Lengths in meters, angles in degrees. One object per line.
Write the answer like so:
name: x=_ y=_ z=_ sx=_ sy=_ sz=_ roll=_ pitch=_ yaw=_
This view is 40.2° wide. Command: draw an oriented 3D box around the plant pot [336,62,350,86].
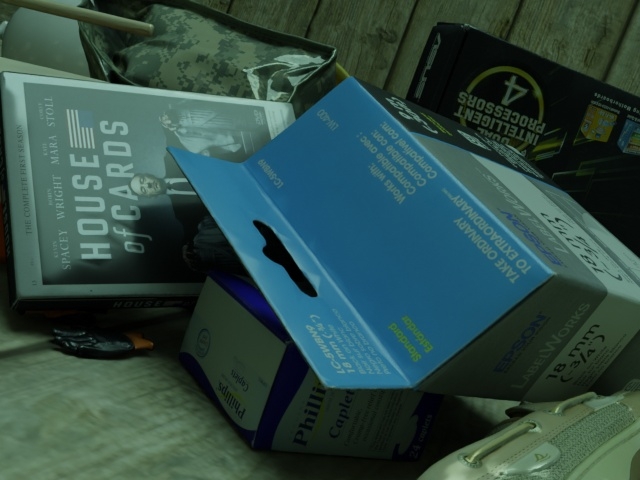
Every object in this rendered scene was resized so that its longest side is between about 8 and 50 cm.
plant pot: x=-0.090 y=-0.143 z=1.275 sx=0.254 sy=0.254 sz=0.239 roll=16 pitch=-6 yaw=-26

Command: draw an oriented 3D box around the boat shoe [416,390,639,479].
boat shoe: x=0.143 y=0.136 z=0.524 sx=0.098 sy=0.109 sz=0.302 roll=26 pitch=17 yaw=27

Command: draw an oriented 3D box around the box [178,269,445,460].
box: x=-0.006 y=0.084 z=0.596 sx=0.137 sy=0.072 sz=0.126 roll=14 pitch=11 yaw=-34

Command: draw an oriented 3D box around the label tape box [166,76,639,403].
label tape box: x=0.091 y=-0.003 z=0.626 sx=0.334 sy=0.106 sz=0.240 roll=14 pitch=29 yaw=-44

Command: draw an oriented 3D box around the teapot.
teapot: x=-0.413 y=-0.262 z=1.431 sx=0.256 sy=0.187 sz=0.252 roll=-2 pitch=-23 yaw=23

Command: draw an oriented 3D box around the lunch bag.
lunch bag: x=-0.136 y=-0.121 z=0.946 sx=0.287 sy=0.169 sz=0.235 roll=23 pitch=-35 yaw=18

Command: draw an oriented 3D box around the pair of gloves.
pair of gloves: x=-0.163 y=0.058 z=0.600 sx=0.083 sy=0.010 sz=0.074 roll=30 pitch=15 yaw=38

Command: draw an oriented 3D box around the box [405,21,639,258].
box: x=0.247 y=-0.014 z=0.933 sx=0.395 sy=0.318 sz=0.097 roll=18 pitch=11 yaw=-18

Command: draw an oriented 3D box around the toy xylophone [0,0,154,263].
toy xylophone: x=-0.257 y=-0.102 z=0.720 sx=0.323 sy=0.236 sz=0.081 roll=20 pitch=-34 yaw=5

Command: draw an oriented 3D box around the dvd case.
dvd case: x=-0.113 y=-0.035 z=0.654 sx=0.239 sy=0.179 sz=0.029 roll=1 pitch=-27 yaw=-31
